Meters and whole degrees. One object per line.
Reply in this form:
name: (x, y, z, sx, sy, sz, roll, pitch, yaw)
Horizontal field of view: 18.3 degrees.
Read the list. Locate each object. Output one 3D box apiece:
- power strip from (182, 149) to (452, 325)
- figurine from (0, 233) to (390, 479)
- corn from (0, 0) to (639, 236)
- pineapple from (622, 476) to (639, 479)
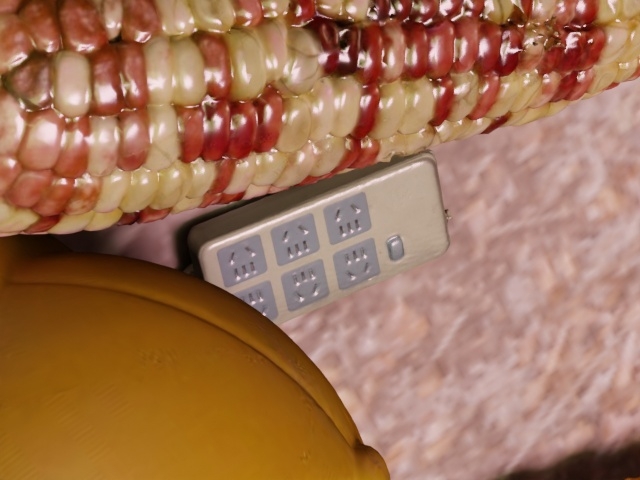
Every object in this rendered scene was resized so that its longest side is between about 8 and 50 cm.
power strip: (0.000, 0.000, 0.620, 0.090, 0.016, 0.040, -22, 126, -14)
figurine: (-0.098, 0.118, 0.537, 0.257, 0.167, 0.192, -42, 163, -2)
corn: (0.003, -0.059, 0.543, 0.253, 0.086, 0.086, -14, 124, -24)
pineapple: (0.133, 0.139, 0.709, 0.233, 0.135, 0.079, 4, 143, -1)
